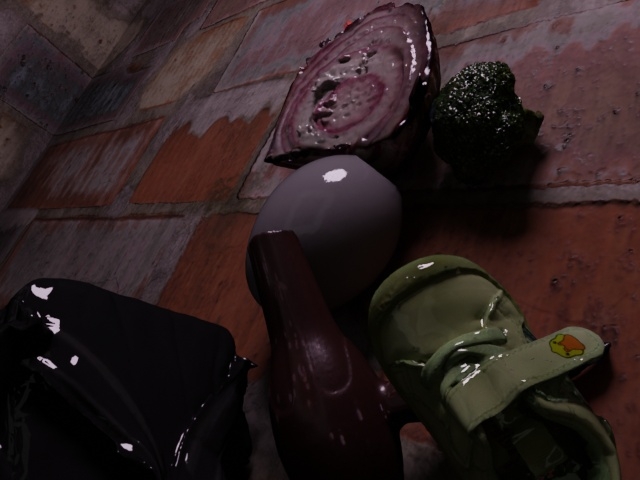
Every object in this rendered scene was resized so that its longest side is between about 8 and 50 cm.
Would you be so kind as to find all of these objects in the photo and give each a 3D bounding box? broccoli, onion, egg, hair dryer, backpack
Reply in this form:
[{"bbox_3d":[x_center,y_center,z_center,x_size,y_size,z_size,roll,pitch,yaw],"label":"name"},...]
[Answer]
[{"bbox_3d":[0.199,-0.147,0.696,0.162,0.138,0.145,156,118,-72],"label":"broccoli"},{"bbox_3d":[0.080,-0.215,0.841,0.314,0.146,0.280,-1,62,51],"label":"onion"},{"bbox_3d":[0.000,0.000,0.723,0.232,0.176,0.176,-51,38,11],"label":"egg"},{"bbox_3d":[0.102,0.105,0.560,0.341,0.123,0.312,-17,76,11],"label":"hair dryer"},{"bbox_3d":[-0.211,0.265,0.583,0.255,0.363,0.445,-29,59,27],"label":"backpack"}]

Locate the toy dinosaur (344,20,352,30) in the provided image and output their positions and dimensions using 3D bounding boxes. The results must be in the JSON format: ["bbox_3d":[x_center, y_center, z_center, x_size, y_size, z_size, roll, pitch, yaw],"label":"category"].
[{"bbox_3d":[0.094,-0.337,1.011,0.139,0.070,0.286,-10,48,24],"label":"toy dinosaur"}]

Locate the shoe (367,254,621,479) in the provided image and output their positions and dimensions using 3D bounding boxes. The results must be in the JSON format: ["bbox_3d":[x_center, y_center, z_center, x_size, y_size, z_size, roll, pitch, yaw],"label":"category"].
[{"bbox_3d":[0.151,0.126,0.455,0.140,0.262,0.128,-26,-7,-15],"label":"shoe"}]
